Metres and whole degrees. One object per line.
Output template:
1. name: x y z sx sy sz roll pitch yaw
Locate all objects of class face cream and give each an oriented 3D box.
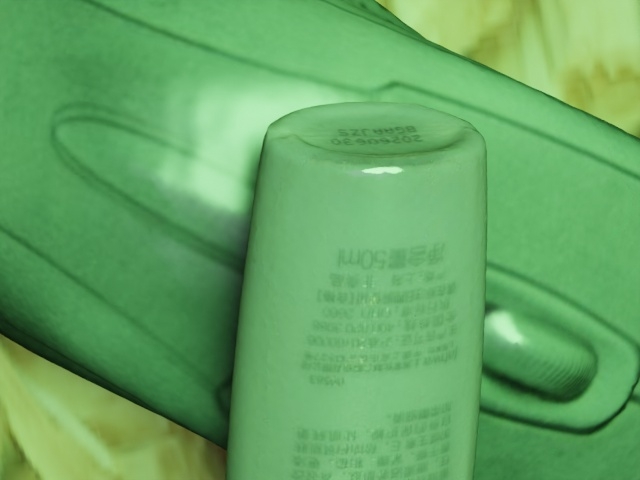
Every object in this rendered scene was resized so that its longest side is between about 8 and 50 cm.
1. face cream: 0.012 0.056 0.459 0.084 0.057 0.198 -2 116 -13

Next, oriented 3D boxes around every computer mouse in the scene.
1. computer mouse: 0.000 0.000 0.530 0.371 0.122 0.188 25 99 -10
